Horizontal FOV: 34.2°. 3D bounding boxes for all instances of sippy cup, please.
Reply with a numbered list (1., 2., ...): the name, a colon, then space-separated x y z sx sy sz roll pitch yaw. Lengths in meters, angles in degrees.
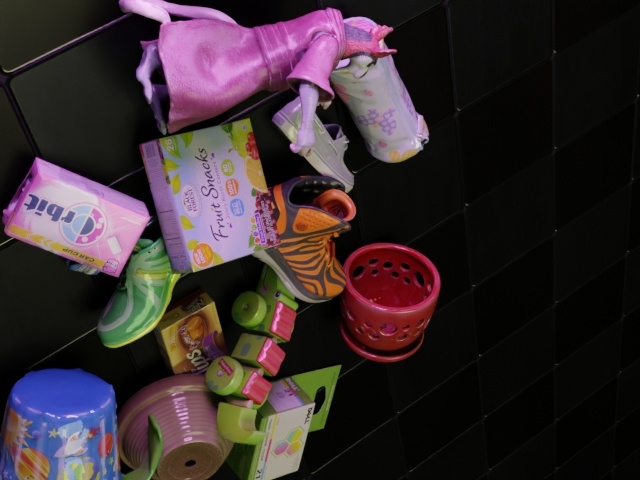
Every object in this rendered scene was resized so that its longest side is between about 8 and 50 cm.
1. sippy cup: -0.426 0.338 1.689 0.305 0.240 0.224 -27 130 -59

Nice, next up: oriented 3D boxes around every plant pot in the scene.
1. plant pot: 0.124 0.127 2.020 0.191 0.191 0.174 -20 140 -29
2. plant pot: -0.247 0.362 1.865 0.237 0.110 0.237 -11 129 -14

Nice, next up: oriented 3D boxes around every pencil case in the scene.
1. pencil case: 0.091 -0.246 1.738 0.113 0.124 0.273 -43 139 -6

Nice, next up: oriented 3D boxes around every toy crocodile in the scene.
1. toy crocodile: -0.108 0.195 1.849 0.115 0.105 0.341 43 59 -47

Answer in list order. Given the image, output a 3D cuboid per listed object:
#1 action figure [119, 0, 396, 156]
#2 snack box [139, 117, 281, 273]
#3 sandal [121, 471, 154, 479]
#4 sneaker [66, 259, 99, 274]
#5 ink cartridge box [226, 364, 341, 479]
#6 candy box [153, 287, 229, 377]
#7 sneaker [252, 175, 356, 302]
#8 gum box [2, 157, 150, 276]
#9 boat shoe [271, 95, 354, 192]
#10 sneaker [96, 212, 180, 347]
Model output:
1. action figure: -0.076 -0.270 1.492 0.370 0.248 0.276 -17 112 -4
2. snack box: -0.168 -0.069 1.604 0.174 0.070 0.207 -18 96 -38
3. sandal: -0.431 0.463 1.852 0.416 0.169 0.102 -8 86 -37
4. sneaker: -0.354 -0.005 1.596 0.058 0.052 0.135 3 119 -38
5. ink cartridge box: -0.053 0.373 2.122 0.255 0.097 0.189 -10 127 -35
6. candy box: -0.229 0.185 1.853 0.109 0.053 0.187 -28 135 -21
7. sneaker: 0.000 0.000 1.803 0.180 0.125 0.321 -24 146 22
8. gum box: -0.359 -0.034 1.519 0.188 0.062 0.107 24 105 -27
9. boat shoe: 0.008 -0.163 1.765 0.081 0.079 0.227 -44 137 3
10. sneaker: -0.279 0.032 1.662 0.123 0.109 0.296 34 88 -42
